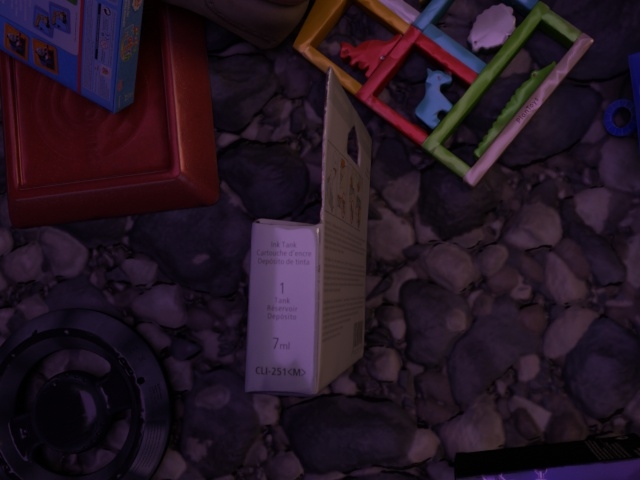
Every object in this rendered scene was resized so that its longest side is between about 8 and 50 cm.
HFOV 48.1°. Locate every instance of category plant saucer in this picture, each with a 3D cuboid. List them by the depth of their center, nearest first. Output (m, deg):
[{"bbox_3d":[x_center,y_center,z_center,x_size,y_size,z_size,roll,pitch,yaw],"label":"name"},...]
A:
[{"bbox_3d":[-0.254,-0.155,0.813,0.259,0.048,0.258,-6,86,9],"label":"plant saucer"}]

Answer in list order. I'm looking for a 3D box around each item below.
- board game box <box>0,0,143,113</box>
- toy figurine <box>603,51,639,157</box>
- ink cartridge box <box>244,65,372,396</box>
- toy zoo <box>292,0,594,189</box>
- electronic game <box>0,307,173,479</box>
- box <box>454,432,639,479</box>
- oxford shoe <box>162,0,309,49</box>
[{"bbox_3d":[-0.280,-0.247,0.734,0.212,0.039,0.160,29,132,10],"label":"board game box"},{"bbox_3d":[0.387,-0.105,0.676,0.217,0.191,0.362,-7,89,39],"label":"toy figurine"},{"bbox_3d":[0.000,0.000,0.642,0.060,0.275,0.238,1,87,10],"label":"ink cartridge box"},{"bbox_3d":[0.107,-0.218,0.759,0.293,0.030,0.192,39,94,10],"label":"toy zoo"},{"bbox_3d":[-0.273,0.190,0.795,0.229,0.048,0.229,-1,86,11],"label":"electronic game"},{"bbox_3d":[0.237,0.331,0.672,0.184,0.103,0.261,-10,85,12],"label":"box"},{"bbox_3d":[-0.188,-0.323,0.717,0.397,0.146,0.140,33,55,-4],"label":"oxford shoe"}]
